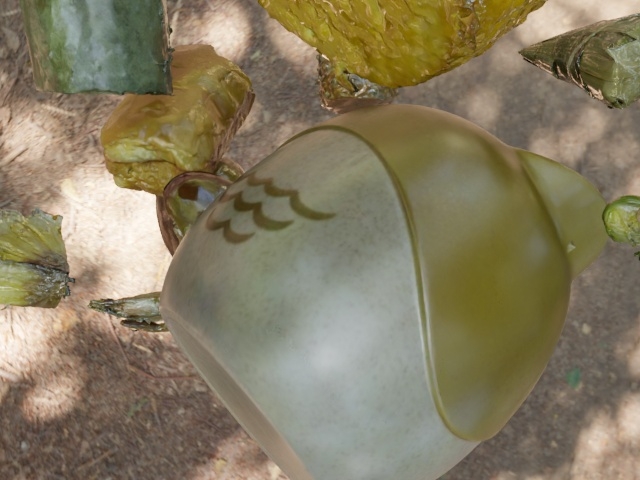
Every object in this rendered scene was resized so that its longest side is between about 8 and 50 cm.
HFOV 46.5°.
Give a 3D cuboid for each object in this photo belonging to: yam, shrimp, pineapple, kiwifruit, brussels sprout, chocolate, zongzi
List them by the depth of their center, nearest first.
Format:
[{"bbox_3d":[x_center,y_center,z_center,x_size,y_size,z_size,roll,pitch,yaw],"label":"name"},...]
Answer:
[{"bbox_3d":[0.280,-0.006,0.645,0.051,0.083,0.046,-3,125,-10],"label":"brussels sprout"},{"bbox_3d":[-0.275,0.015,0.692,0.116,0.069,0.137,33,31,9],"label":"pineapple"},{"bbox_3d":[0.328,-0.211,0.805,0.160,0.176,0.078,-20,116,-9],"label":"zongzi"},{"bbox_3d":[-0.255,-0.303,0.827,0.168,0.168,0.304,-14,113,-26],"label":"yam"},{"bbox_3d":[-0.156,-0.032,1.018,0.127,0.124,0.133,-43,121,1],"label":"chocolate"},{"bbox_3d":[0.061,-0.373,1.347,0.157,0.158,0.279,0,83,-27],"label":"pineapple"},{"bbox_3d":[-0.310,0.134,1.377,0.236,0.133,0.053,1,63,-25],"label":"shrimp"},{"bbox_3d":[-0.205,-0.038,1.385,0.196,0.196,0.234,-17,103,-26],"label":"kiwifruit"}]

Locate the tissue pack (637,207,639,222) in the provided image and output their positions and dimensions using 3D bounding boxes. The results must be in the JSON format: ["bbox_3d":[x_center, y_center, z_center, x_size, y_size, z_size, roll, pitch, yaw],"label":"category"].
[{"bbox_3d":[0.414,0.035,0.481,0.305,0.238,0.239,34,77,-11],"label":"tissue pack"}]

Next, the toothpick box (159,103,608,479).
[{"bbox_3d":[0.073,0.058,0.863,0.425,0.409,0.409,-40,109,-17],"label":"toothpick box"}]

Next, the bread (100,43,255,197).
[{"bbox_3d":[-0.236,-0.218,1.271,0.195,0.149,0.344,12,43,4],"label":"bread"}]

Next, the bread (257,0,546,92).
[{"bbox_3d":[0.023,-0.294,0.455,0.215,0.398,0.398,-44,111,-10],"label":"bread"}]
